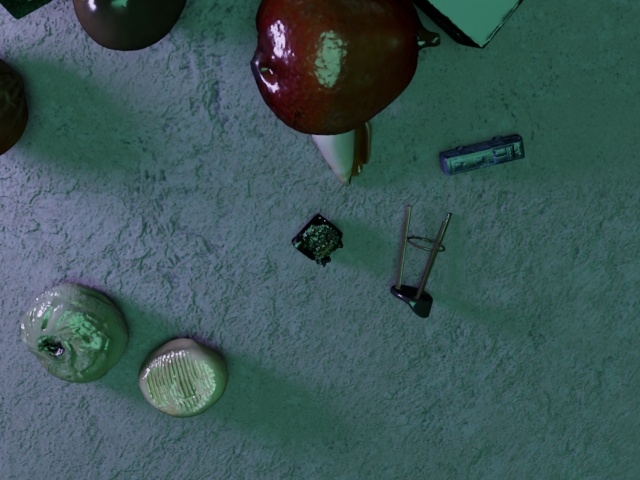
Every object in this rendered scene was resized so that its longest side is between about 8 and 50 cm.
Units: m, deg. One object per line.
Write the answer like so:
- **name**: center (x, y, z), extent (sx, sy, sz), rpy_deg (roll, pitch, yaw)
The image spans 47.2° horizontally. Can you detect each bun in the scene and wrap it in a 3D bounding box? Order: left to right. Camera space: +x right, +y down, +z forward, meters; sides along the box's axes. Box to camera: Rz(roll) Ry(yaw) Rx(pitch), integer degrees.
- **bun**: center (-0.499, 0.196, 1.490), extent (0.221, 0.108, 0.221), rpy_deg (-2, 109, -5)
- **bun**: center (-0.287, 0.288, 1.547), extent (0.188, 0.111, 0.164), rpy_deg (-22, 93, 7)

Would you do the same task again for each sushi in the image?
- **sushi**: center (0.000, 0.000, 1.492), extent (0.085, 0.056, 0.083), rpy_deg (37, 95, -15)

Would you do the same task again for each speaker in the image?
- **speaker**: center (0.242, -0.498, 1.266), extent (0.254, 0.184, 0.232), rpy_deg (37, 102, -12)

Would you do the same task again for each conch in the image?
- **conch**: center (0.048, -0.183, 1.410), extent (0.104, 0.094, 0.176), rpy_deg (-39, 117, -29)

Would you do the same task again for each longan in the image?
- **longan**: center (-0.323, -0.422, 1.240), extent (0.198, 0.198, 0.212), rpy_deg (31, 80, -14)

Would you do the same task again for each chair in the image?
- **chair**: center (0.202, 0.044, 1.508), extent (0.095, 0.104, 0.221), rpy_deg (15, 105, 17)

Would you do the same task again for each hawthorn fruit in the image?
- **hawthorn fruit**: center (0.021, -0.335, 1.257), extent (0.311, 0.295, 0.295), rpy_deg (-39, 110, -19)

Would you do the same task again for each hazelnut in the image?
- **hazelnut**: center (-0.632, -0.239, 1.291), extent (0.181, 0.181, 0.212), rpy_deg (-23, 101, 24)

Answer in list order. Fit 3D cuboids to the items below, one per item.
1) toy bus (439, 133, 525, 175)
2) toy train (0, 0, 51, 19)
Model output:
- **toy bus**: center (0.322, -0.169, 1.450), extent (0.166, 0.065, 0.047), rpy_deg (-14, 109, 2)
- **toy train**: center (-0.407, -0.513, 1.122), extent (0.253, 0.397, 0.160), rpy_deg (-23, 146, 10)
